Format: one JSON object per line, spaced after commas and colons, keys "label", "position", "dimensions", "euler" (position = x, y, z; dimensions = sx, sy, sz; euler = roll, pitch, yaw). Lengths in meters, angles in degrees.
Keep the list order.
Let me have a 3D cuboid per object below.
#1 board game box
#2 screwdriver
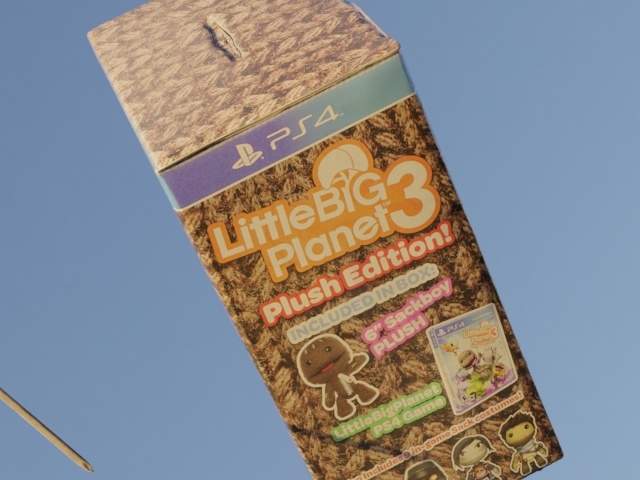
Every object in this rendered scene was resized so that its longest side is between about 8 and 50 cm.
{"label": "board game box", "position": [0.000, 0.000, 0.967], "dimensions": [0.141, 0.232, 0.291], "euler": [-27, -61, -4]}
{"label": "screwdriver", "position": [-0.180, 0.065, 0.808], "dimensions": [0.025, 0.170, 0.024], "euler": [-53, -9, 33]}
